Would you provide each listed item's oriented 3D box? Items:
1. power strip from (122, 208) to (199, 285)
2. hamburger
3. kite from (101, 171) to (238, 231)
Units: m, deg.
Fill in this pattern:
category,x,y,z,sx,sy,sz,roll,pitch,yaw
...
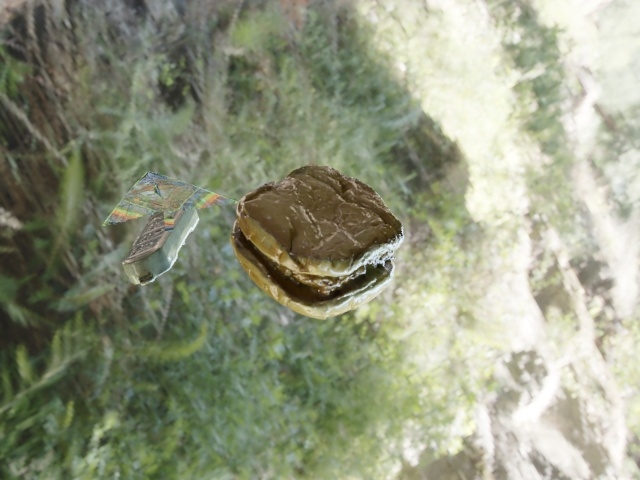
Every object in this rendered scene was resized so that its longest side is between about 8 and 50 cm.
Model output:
category,x,y,z,sx,sy,sz,roll,pitch,yaw
power strip,-0.262,0.003,1.663,0.080,0.048,0.286,-23,-162,12
hamburger,0.000,0.001,1.647,0.283,0.259,0.144,-23,143,-39
kite,-0.132,-0.032,0.869,0.122,0.004,0.090,-7,147,0
